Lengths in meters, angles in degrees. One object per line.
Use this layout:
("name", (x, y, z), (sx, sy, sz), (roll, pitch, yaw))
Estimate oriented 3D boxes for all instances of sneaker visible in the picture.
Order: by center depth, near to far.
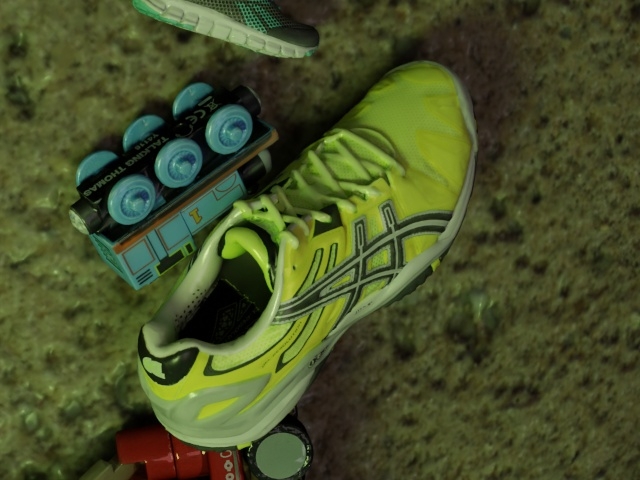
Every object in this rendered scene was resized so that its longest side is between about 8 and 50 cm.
("sneaker", (-0.065, -0.194, 1.286), (0.167, 0.065, 0.076), (14, 97, -36))
("sneaker", (0.000, 0.000, 1.310), (0.384, 0.145, 0.147), (-54, 156, -15))

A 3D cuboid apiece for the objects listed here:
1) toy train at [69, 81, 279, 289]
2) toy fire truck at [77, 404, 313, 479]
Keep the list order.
("toy train", (-0.116, -0.049, 1.304), (0.184, 0.080, 0.105), (-37, 132, -16))
("toy fire truck", (-0.125, 0.248, 1.385), (0.246, 0.158, 0.217), (-8, 108, -7))
